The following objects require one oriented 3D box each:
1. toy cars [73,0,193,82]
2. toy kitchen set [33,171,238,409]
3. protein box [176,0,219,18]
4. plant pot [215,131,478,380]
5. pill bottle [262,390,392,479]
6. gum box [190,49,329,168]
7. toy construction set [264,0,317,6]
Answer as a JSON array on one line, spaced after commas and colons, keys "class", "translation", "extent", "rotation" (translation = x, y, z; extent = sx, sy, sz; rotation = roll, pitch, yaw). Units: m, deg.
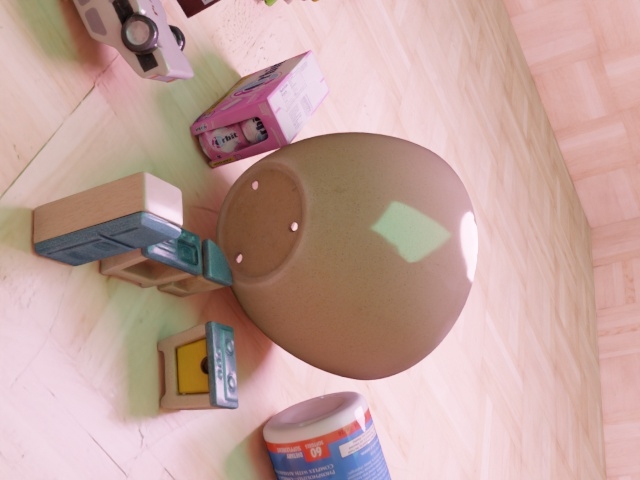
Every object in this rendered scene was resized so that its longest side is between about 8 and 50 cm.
[{"class": "toy cars", "translation": [-0.250, -0.296, 0.779], "extent": [0.393, 0.087, 0.176], "rotation": [56, 15, -42]}, {"class": "toy kitchen set", "translation": [-0.137, 0.060, 0.762], "extent": [0.207, 0.122, 0.166], "rotation": [27, 52, -57]}, {"class": "protein box", "translation": [-0.141, -0.386, 0.922], "extent": [0.201, 0.136, 0.200], "rotation": [58, 9, -31]}, {"class": "plant pot", "translation": [0.000, 0.000, 0.926], "extent": [0.191, 0.284, 0.284], "rotation": [19, 59, -47]}, {"class": "pill bottle", "translation": [0.024, 0.294, 0.958], "extent": [0.124, 0.124, 0.221], "rotation": [-26, 98, -64]}, {"class": "gum box", "translation": [-0.070, -0.160, 1.039], "extent": [0.062, 0.107, 0.188], "rotation": [64, 27, -21]}, {"class": "toy construction set", "translation": [-0.056, -0.477, 1.186], "extent": [0.257, 0.237, 0.309], "rotation": [16, 39, -46]}]
